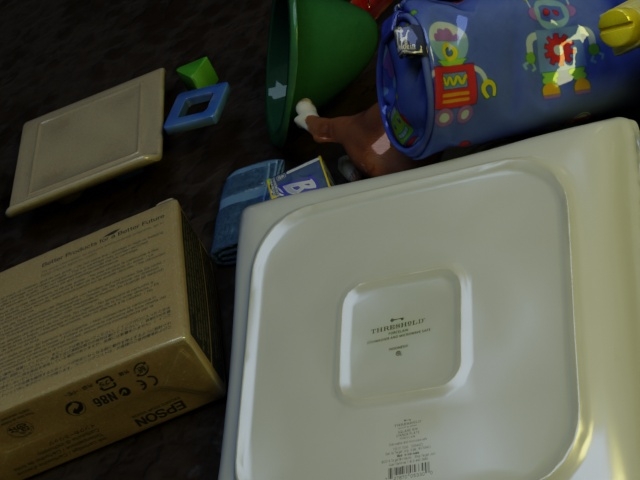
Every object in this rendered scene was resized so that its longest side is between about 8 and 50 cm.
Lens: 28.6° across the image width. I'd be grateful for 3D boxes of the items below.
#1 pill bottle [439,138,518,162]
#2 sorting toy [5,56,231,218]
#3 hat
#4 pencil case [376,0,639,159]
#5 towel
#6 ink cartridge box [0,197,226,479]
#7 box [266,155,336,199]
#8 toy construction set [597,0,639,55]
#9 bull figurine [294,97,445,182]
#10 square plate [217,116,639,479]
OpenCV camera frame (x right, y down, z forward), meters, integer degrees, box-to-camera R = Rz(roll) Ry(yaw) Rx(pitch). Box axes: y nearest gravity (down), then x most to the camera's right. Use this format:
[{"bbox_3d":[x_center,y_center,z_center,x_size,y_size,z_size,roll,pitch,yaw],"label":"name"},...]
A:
[{"bbox_3d":[0.160,-0.037,1.034,0.078,0.078,0.137,-36,39,-8],"label":"pill bottle"},{"bbox_3d":[-0.250,-0.100,1.379,0.347,0.047,0.196,-20,36,11],"label":"sorting toy"},{"bbox_3d":[0.047,-0.190,1.254,0.183,0.208,0.173,1,33,-11],"label":"hat"},{"bbox_3d":[0.189,-0.158,1.034,0.306,0.133,0.119,-13,2,-17],"label":"pencil case"},{"bbox_3d":[-0.069,-0.029,1.203,0.067,0.029,0.119,-14,42,19],"label":"towel"},{"bbox_3d":[-0.209,0.089,1.114,0.234,0.088,0.193,-23,38,9],"label":"ink cartridge box"},{"bbox_3d":[0.000,0.000,1.110,0.059,0.054,0.169,-24,38,6],"label":"box"},{"bbox_3d":[0.353,-0.141,0.860,0.151,0.215,0.327,-12,2,-34],"label":"toy construction set"},{"bbox_3d":[0.127,-0.149,1.159,0.310,0.101,0.188,-38,32,-19],"label":"bull figurine"},{"bbox_3d":[0.070,0.077,0.920,0.347,0.049,0.344,-13,55,25],"label":"square plate"}]
